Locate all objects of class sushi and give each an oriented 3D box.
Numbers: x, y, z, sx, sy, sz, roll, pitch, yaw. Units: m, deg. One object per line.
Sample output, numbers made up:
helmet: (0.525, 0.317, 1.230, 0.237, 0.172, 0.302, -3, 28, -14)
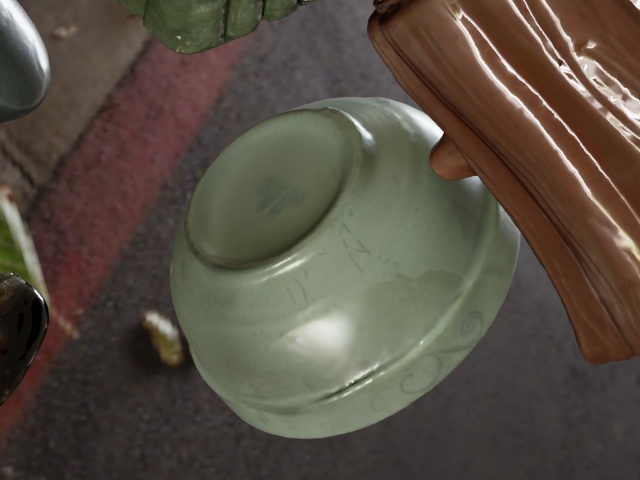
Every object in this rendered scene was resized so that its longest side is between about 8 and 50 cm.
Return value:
sushi: (-0.151, 0.052, 0.738, 0.044, 0.046, 0.083, 84, 22, -46)

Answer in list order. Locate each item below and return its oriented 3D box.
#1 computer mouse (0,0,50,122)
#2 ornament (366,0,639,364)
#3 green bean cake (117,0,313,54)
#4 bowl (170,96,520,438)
computer mouse: (-0.420, -0.235, 1.535, 0.374, 0.114, 0.203, 20, 42, -24)
ornament: (0.160, -0.091, 0.806, 0.217, 0.235, 0.221, 48, 60, -10)
green bean cake: (-0.072, -0.227, 1.064, 0.183, 0.094, 0.185, -29, 66, -32)
bowl: (0.000, 0.000, 1.355, 0.163, 0.307, 0.307, 49, 40, -41)
